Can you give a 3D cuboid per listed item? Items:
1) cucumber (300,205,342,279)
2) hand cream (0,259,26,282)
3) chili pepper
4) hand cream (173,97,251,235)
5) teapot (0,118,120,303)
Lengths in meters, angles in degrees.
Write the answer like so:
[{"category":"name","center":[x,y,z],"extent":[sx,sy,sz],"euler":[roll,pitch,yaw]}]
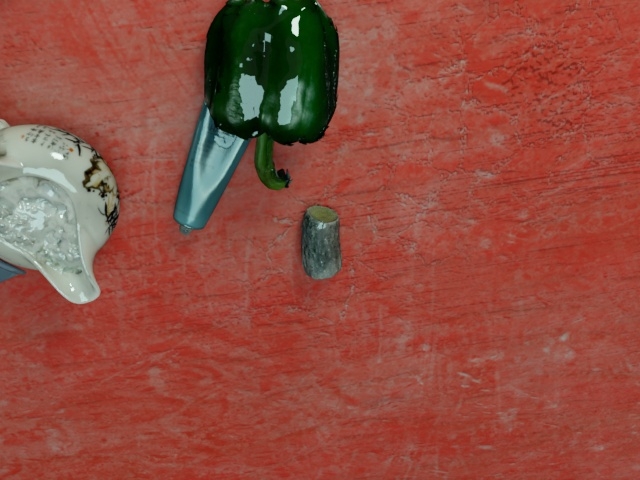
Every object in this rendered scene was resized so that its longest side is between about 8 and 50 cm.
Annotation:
[{"category":"cucumber","center":[0.000,0.002,1.154],"extent":[0.064,0.064,0.112],"euler":[-6,120,-4]},{"category":"hand cream","center":[-0.549,0.076,1.103],"extent":[0.256,0.055,0.088],"euler":[-22,144,23]},{"category":"chili pepper","center":[-0.058,-0.180,0.970],"extent":[0.174,0.165,0.261],"euler":[-3,111,-14]},{"category":"hand cream","center":[-0.156,-0.105,1.081],"extent":[0.083,0.048,0.224],"euler":[17,113,-17]},{"category":"teapot","center":[-0.391,-0.061,1.013],"extent":[0.208,0.166,0.299],"euler":[-19,133,18]}]
